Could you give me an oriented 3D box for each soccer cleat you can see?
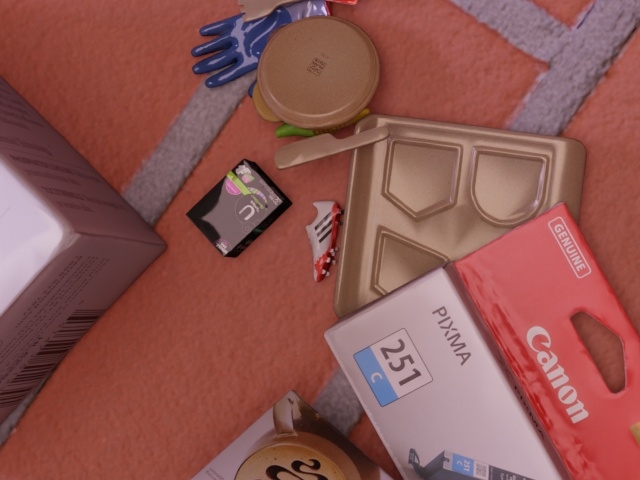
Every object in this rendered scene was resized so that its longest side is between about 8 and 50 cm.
[{"bbox_3d":[0.000,0.000,1.762,0.036,0.029,0.083,11,88,18],"label":"soccer cleat"}]

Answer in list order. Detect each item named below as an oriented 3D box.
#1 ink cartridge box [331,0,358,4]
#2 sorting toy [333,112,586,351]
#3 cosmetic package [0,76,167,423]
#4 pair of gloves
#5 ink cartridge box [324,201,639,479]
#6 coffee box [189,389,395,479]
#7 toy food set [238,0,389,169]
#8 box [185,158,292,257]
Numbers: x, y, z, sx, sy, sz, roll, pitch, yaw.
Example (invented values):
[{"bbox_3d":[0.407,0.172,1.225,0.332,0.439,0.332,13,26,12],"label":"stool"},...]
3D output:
[{"bbox_3d":[-0.120,-0.419,1.741,0.385,0.091,0.308,12,85,11],"label":"ink cartridge box"},{"bbox_3d":[0.132,0.038,1.736,0.229,0.041,0.307,8,97,10],"label":"sorting toy"},{"bbox_3d":[-0.425,-0.018,1.680,0.394,0.327,0.329,43,96,8],"label":"cosmetic package"},{"bbox_3d":[-0.072,-0.247,1.779,0.159,0.023,0.198,-20,87,9],"label":"pair of gloves"},{"bbox_3d":[0.187,0.152,1.681,0.261,0.066,0.296,-30,90,13],"label":"ink cartridge box"},{"bbox_3d":[0.021,0.306,1.639,0.168,0.119,0.297,-40,63,-21],"label":"coffee box"},{"bbox_3d":[-0.005,-0.163,1.735,0.132,0.038,0.192,-14,70,3],"label":"toy food set"},{"bbox_3d":[-0.082,-0.032,1.761,0.083,0.052,0.062,-43,82,7],"label":"box"}]
